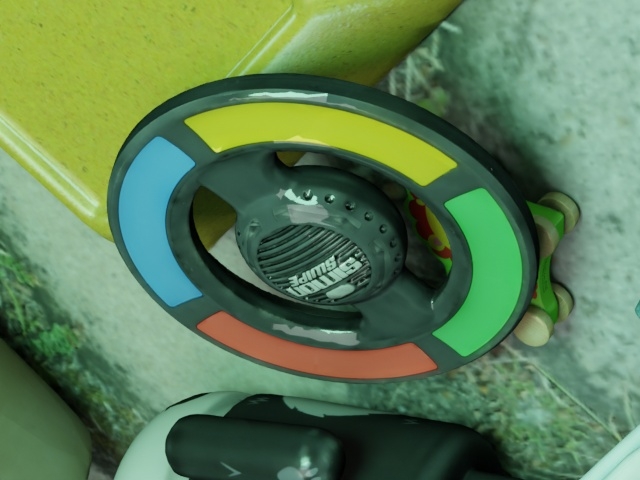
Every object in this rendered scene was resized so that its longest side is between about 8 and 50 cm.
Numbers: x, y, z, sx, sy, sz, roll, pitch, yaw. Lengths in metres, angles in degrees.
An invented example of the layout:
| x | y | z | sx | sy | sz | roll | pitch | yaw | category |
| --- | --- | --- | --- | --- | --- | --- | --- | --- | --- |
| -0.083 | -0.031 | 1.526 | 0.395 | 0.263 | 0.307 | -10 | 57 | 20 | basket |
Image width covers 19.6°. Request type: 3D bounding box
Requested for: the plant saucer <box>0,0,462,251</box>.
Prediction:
| x | y | z | sx | sy | sz | roll | pitch | yaw | category |
| --- | --- | --- | --- | --- | --- | --- | --- | --- | --- |
| -0.129 | -0.154 | 0.980 | 0.333 | 0.081 | 0.333 | 42 | 135 | -5 | plant saucer |

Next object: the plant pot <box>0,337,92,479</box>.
| x | y | z | sx | sy | sz | roll | pitch | yaw | category |
| --- | --- | --- | --- | --- | --- | --- | --- | --- | --- |
| -0.315 | 0.137 | 1.194 | 0.280 | 0.323 | 0.323 | 34 | 137 | -19 | plant pot |

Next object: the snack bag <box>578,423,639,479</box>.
| x | y | z | sx | sy | sz | roll | pitch | yaw | category |
| --- | --- | --- | --- | --- | --- | --- | --- | --- | --- |
| 0.321 | 0.092 | 0.797 | 0.342 | 0.037 | 0.323 | 24 | 127 | -23 | snack bag |

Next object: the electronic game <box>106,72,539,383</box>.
| x | y | z | sx | sy | sz | roll | pitch | yaw | category |
| --- | --- | --- | --- | --- | --- | --- | --- | --- | --- |
| 0.000 | 0.000 | 0.969 | 0.229 | 0.048 | 0.229 | 8 | 139 | 7 | electronic game |

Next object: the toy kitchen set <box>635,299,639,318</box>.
| x | y | z | sx | sy | sz | roll | pitch | yaw | category |
| --- | --- | --- | --- | --- | --- | --- | --- | --- | --- |
| 0.240 | 0.056 | 0.861 | 0.207 | 0.166 | 0.122 | 46 | 134 | -8 | toy kitchen set |

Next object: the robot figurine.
| x | y | z | sx | sy | sz | roll | pitch | yaw | category |
| --- | --- | --- | --- | --- | --- | --- | --- | --- | --- |
| 0.007 | 0.179 | 1.101 | 0.278 | 0.173 | 0.209 | 6 | 110 | 27 | robot figurine |

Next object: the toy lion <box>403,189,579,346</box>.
| x | y | z | sx | sy | sz | roll | pitch | yaw | category |
| --- | --- | --- | --- | --- | --- | --- | --- | --- | --- |
| 0.089 | 0.000 | 1.006 | 0.096 | 0.034 | 0.100 | 20 | 133 | 26 | toy lion |
